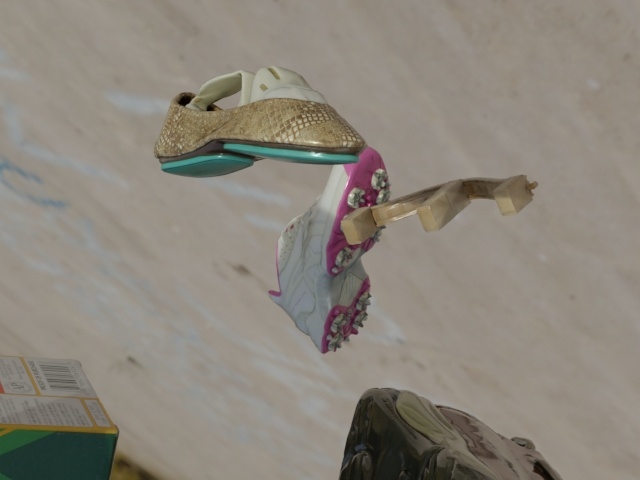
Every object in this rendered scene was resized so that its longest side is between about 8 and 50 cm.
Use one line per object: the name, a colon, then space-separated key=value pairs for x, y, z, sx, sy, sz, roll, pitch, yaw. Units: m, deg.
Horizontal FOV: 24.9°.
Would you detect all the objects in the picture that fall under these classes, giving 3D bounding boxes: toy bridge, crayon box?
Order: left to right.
crayon box: x=-0.397 y=0.188 z=1.532 sx=0.323 sy=0.083 sz=0.203 roll=7 pitch=-165 yaw=-24
toy bridge: x=0.107 y=-0.031 z=1.240 sx=0.188 sy=0.063 sz=0.026 roll=-11 pitch=108 yaw=41

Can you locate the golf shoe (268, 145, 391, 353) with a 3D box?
golf shoe: x=0.000 y=0.000 z=1.818 sx=0.140 sy=0.115 sz=0.306 roll=33 pitch=131 yaw=27

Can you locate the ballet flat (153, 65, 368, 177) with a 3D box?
ballet flat: x=-0.044 y=-0.080 z=0.944 sx=0.073 sy=0.067 sz=0.206 roll=10 pitch=174 yaw=-40

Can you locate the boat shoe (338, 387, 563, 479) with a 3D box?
boat shoe: x=0.095 y=0.159 z=0.713 sx=0.120 sy=0.123 sz=0.324 roll=13 pitch=-167 yaw=-13
